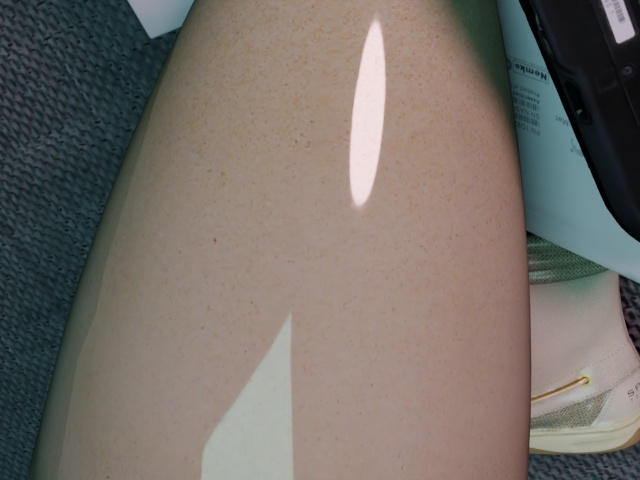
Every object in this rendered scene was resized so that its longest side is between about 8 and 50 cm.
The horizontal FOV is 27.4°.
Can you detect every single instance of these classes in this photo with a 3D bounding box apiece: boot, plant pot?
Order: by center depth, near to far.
[{"bbox_3d":[0.000,0.000,0.646,0.257,0.256,0.274,13,107,13],"label":"plant pot"},{"bbox_3d":[0.085,0.052,0.797,0.213,0.077,0.165,-5,120,19],"label":"boot"}]

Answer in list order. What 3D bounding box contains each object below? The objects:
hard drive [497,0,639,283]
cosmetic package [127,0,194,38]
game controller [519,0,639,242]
[{"bbox_3d":[0.103,-0.144,0.625,0.203,0.040,0.307,29,135,43],"label":"hard drive"},{"bbox_3d":[-0.106,-0.233,0.671,0.060,0.099,0.239,-19,114,28],"label":"cosmetic package"},{"bbox_3d":[0.151,-0.131,0.502,0.166,0.067,0.319,-24,125,10],"label":"game controller"}]
